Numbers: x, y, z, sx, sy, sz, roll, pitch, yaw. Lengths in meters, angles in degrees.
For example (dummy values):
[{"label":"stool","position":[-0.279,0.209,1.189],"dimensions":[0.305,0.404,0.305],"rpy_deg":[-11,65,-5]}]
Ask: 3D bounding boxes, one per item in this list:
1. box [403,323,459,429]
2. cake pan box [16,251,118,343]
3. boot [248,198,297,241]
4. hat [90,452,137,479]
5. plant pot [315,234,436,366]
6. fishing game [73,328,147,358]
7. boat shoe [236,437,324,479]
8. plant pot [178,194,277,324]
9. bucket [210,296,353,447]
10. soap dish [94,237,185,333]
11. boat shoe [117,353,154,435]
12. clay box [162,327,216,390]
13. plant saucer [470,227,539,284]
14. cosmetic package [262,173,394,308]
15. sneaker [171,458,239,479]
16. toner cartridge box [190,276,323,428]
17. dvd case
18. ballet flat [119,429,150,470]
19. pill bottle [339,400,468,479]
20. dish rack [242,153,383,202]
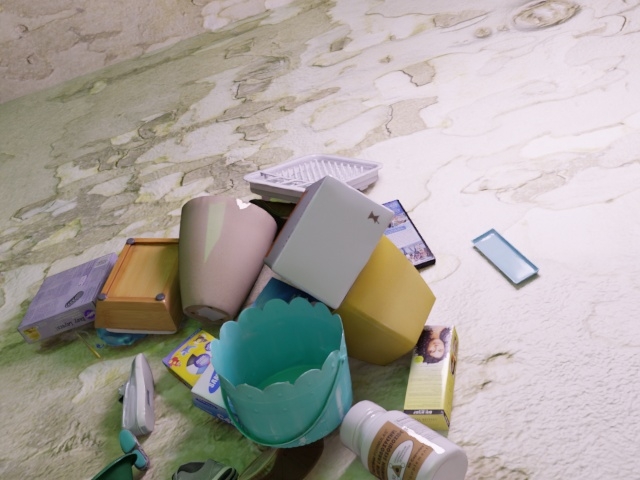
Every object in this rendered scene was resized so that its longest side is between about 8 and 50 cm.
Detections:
[{"label":"box","position":[0.232,0.280,1.623],"dimensions":[0.088,0.058,0.232],"rpy_deg":[-7,43,21]},{"label":"cake pan box","position":[-0.697,0.155,2.201],"dimensions":[0.246,0.070,0.266],"rpy_deg":[-19,29,11]},{"label":"boot","position":[-0.091,-0.061,2.145],"dimensions":[0.115,0.112,0.305],"rpy_deg":[-28,28,-28]},{"label":"hat","position":[-0.408,0.579,1.622],"dimensions":[0.208,0.173,0.183],"rpy_deg":[-46,74,3]},{"label":"plant pot","position":[0.121,0.148,1.692],"dimensions":[0.212,0.187,0.212],"rpy_deg":[-59,6,-35]},{"label":"fishing game","position":[-0.512,0.216,2.102],"dimensions":[0.189,0.041,0.264],"rpy_deg":[28,56,36]},{"label":"boat shoe","position":[-0.116,0.488,1.545],"dimensions":[0.302,0.109,0.098],"rpy_deg":[-46,6,-26]},{"label":"plant pot","position":[-0.259,0.066,2.002],"dimensions":[0.257,0.256,0.273],"rpy_deg":[-5,59,23]},{"label":"bucket","position":[-0.070,0.265,1.561],"dimensions":[0.281,0.183,0.281],"rpy_deg":[-12,30,7]},{"label":"soap dish","position":[-0.454,0.112,2.087],"dimensions":[0.229,0.118,0.290],"rpy_deg":[1,43,12]},{"label":"boat shoe","position":[-0.445,0.366,1.861],"dimensions":[0.081,0.079,0.227],"rpy_deg":[-18,42,2]},{"label":"clay box","position":[-0.263,0.304,1.857],"dimensions":[0.127,0.053,0.222],"rpy_deg":[-42,41,-23]},{"label":"plant saucer","position":[0.430,0.037,1.828],"dimensions":[0.067,0.018,0.192],"rpy_deg":[-30,38,-6]},{"label":"cosmetic package","position":[0.000,0.000,1.747],"dimensions":[0.230,0.162,0.453],"rpy_deg":[-59,6,-4]},{"label":"sneaker","position":[-0.282,0.534,1.595],"dimensions":[0.132,0.086,0.229],"rpy_deg":[15,43,45]},{"label":"toner cartridge box","position":[-0.128,0.257,1.779],"dimensions":[0.165,0.075,0.347],"rpy_deg":[23,55,16]},{"label":"dvd case","position":[0.160,0.000,1.971],"dimensions":[0.181,0.022,0.253],"rpy_deg":[-18,43,-7]},{"label":"ballet flat","position":[-0.415,0.473,1.752],"dimensions":[0.041,0.041,0.114],"rpy_deg":[-36,52,-13]},{"label":"pill bottle","position":[0.150,0.396,1.475],"dimensions":[0.131,0.131,0.229],"rpy_deg":[-44,42,-22]},{"label":"dish rack","position":[-0.015,-0.163,2.167],"dimensions":[0.286,0.072,0.333],"rpy_deg":[13,26,38]}]
